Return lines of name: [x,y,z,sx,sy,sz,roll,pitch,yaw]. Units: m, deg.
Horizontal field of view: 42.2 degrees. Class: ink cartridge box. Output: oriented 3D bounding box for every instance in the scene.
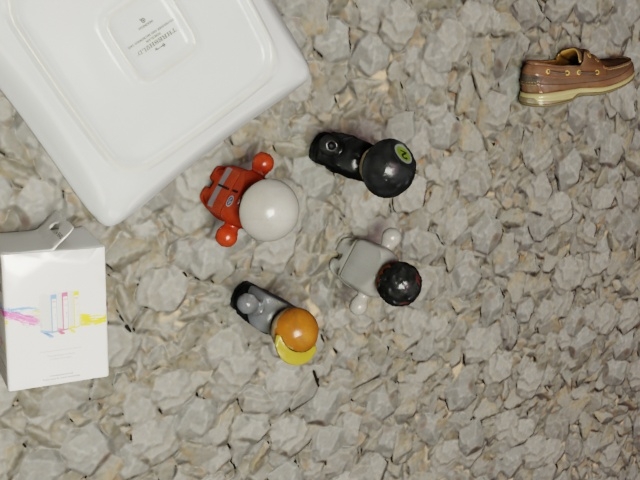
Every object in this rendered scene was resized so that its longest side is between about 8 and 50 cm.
ink cartridge box: [-0.251,0.050,0.759,0.090,0.092,0.143,-6,104,-28]

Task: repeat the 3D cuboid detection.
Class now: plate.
plate: [-0.164,-0.193,0.774,0.277,0.045,0.278,-39,118,-15]

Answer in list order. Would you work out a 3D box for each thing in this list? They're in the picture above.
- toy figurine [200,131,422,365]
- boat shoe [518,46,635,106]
toy figurine: [0.000,0.000,0.859,0.213,0.148,0.209,-20,112,-25]
boat shoe: [0.327,-0.214,1.044,0.178,0.064,0.060,-16,113,-23]
